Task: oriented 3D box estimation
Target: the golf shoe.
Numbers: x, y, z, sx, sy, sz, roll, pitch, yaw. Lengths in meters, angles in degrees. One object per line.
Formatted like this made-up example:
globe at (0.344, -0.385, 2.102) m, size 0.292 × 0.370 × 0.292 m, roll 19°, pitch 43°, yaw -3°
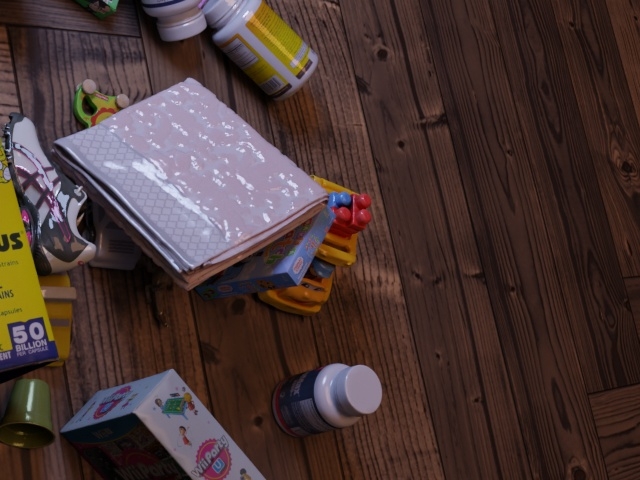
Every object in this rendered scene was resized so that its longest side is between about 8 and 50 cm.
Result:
golf shoe at (-0.404, -0.067, 1.650) m, size 0.120 × 0.105 × 0.273 m, roll -6°, pitch 62°, yaw -17°

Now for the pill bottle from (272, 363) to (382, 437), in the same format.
pill bottle at (0.013, 0.262, 1.882) m, size 0.108 × 0.180 × 0.108 m, roll 17°, pitch 64°, yaw -37°

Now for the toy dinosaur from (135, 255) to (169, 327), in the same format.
toy dinosaur at (-0.254, 0.044, 1.804) m, size 0.092 × 0.053 × 0.183 m, roll 59°, pitch 40°, yaw -72°

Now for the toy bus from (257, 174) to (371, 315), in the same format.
toy bus at (0.000, 0.000, 1.950) m, size 0.149 × 0.211 × 0.220 m, roll 22°, pitch 62°, yaw -36°

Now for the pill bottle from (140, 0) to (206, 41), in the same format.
pill bottle at (-0.259, -0.441, 1.922) m, size 0.112 × 0.112 × 0.186 m, roll -45°, pitch 130°, yaw -42°

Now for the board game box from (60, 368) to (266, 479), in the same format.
board game box at (-0.202, 0.340, 1.635) m, size 0.303 × 0.224 × 0.097 m, roll 52°, pitch 50°, yaw -14°

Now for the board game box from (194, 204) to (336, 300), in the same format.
board game box at (-0.091, 0.019, 1.857) m, size 0.039 × 0.211 × 0.160 m, roll 53°, pitch 46°, yaw -29°

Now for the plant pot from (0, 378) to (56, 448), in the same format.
plant pot at (-0.411, 0.240, 1.594) m, size 0.083 × 0.083 × 0.079 m, roll 26°, pitch 46°, yaw -32°

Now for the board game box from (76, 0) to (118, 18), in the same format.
board game box at (-0.396, -0.560, 1.902) m, size 0.213 × 0.046 × 0.317 m, roll 36°, pitch 53°, yaw -37°

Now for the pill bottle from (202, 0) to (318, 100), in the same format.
pill bottle at (-0.113, -0.361, 2.047) m, size 0.215 × 0.117 × 0.117 m, roll 43°, pitch 51°, yaw -22°

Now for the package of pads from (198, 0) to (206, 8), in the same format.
package of pads at (-0.245, -0.439, 2.017) m, size 0.083 × 0.032 × 0.050 m, roll 43°, pitch 49°, yaw -21°

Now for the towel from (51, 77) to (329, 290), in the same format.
towel at (-0.200, -0.104, 1.769) m, size 0.332 × 0.053 × 0.317 m, roll 42°, pitch 48°, yaw 18°

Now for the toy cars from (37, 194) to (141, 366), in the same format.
toy cars at (-0.359, 0.016, 1.709) m, size 0.176 × 0.087 × 0.393 m, roll 47°, pitch 49°, yaw -19°

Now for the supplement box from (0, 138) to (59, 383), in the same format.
supplement box at (-0.514, 0.024, 1.494) m, size 0.194 × 0.195 × 0.356 m, roll -11°, pitch 81°, yaw -43°

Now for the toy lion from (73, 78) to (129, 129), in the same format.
toy lion at (-0.356, -0.199, 1.835) m, size 0.100 × 0.034 × 0.096 m, roll 23°, pitch 68°, yaw -34°
